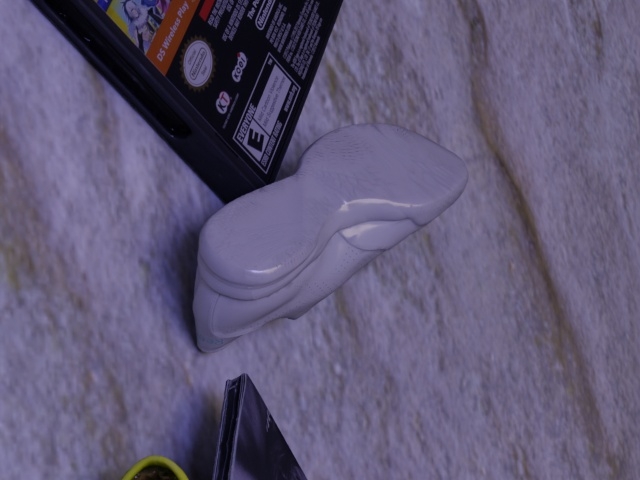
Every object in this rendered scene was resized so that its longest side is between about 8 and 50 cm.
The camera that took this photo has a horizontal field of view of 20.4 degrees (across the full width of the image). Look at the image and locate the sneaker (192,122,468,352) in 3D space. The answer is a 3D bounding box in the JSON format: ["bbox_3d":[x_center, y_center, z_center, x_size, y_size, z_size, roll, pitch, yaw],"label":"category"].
[{"bbox_3d":[0.000,0.000,1.062,0.212,0.094,0.080,-26,56,-39],"label":"sneaker"}]

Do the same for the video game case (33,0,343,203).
[{"bbox_3d":[-0.077,-0.200,1.074,0.248,0.035,0.275,47,46,-33],"label":"video game case"}]

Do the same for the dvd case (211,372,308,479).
[{"bbox_3d":[-0.020,0.200,0.945,0.221,0.018,0.164,-85,153,-54],"label":"dvd case"}]

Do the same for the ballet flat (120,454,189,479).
[{"bbox_3d":[-0.099,0.197,0.852,0.231,0.077,0.077,-77,172,-47],"label":"ballet flat"}]
